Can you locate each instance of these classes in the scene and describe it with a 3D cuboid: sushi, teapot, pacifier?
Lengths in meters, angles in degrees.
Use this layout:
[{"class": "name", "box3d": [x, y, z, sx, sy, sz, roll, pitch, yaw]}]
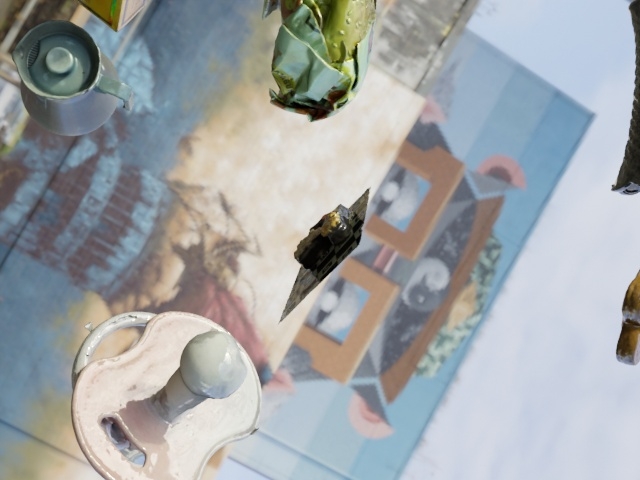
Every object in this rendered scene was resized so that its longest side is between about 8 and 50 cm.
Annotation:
[{"class": "sushi", "box3d": [0.000, 0.000, 1.581, 0.192, 0.043, 0.279, -45, -170, 23]}, {"class": "teapot", "box3d": [-0.415, -0.270, 1.655, 0.225, 0.203, 0.171, 154, -43, -80]}, {"class": "pacifier", "box3d": [-0.207, 0.224, 1.427, 0.273, 0.220, 0.332, 4, -153, 35]}]

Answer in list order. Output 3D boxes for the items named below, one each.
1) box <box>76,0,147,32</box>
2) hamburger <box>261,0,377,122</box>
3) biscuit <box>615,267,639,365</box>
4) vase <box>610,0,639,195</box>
[{"class": "box", "box3d": [-0.399, -0.484, 1.513, 0.084, 0.301, 0.193, -53, -179, -28]}, {"class": "hamburger", "box3d": [0.002, -0.250, 1.031, 0.214, 0.125, 0.235, -93, -173, -73]}, {"class": "biscuit", "box3d": [0.436, 0.061, 1.261, 0.236, 0.039, 0.180, -33, 132, -42]}, {"class": "vase", "box3d": [0.418, -0.178, 1.213, 0.115, 0.115, 0.237, 173, -82, -75]}]
